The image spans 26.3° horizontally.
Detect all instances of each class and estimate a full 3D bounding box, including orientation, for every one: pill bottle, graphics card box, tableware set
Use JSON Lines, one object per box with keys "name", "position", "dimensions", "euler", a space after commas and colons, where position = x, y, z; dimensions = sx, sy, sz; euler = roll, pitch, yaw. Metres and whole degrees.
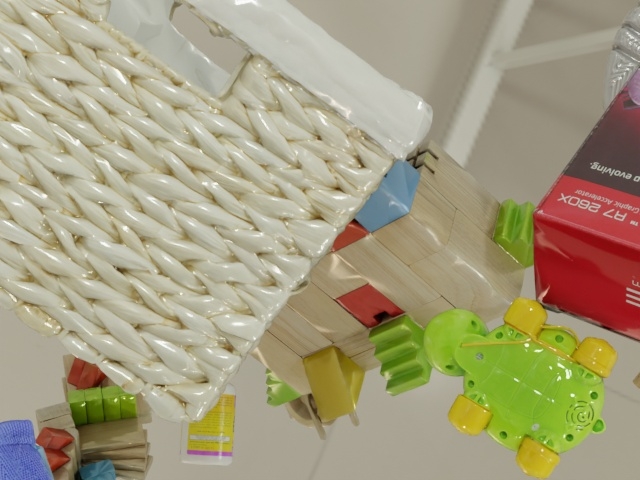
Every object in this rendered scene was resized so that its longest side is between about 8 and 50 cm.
{"name": "pill bottle", "position": [-0.091, 0.141, 1.117], "dimensions": [0.043, 0.043, 0.083], "euler": [6, 81, -22]}
{"name": "graphics card box", "position": [0.322, -0.073, 0.882], "dimensions": [0.371, 0.232, 0.094], "euler": [-49, 146, -30]}
{"name": "tableware set", "position": [-0.039, 0.144, 1.637], "dimensions": [0.039, 0.128, 0.194], "euler": [-32, 108, -38]}

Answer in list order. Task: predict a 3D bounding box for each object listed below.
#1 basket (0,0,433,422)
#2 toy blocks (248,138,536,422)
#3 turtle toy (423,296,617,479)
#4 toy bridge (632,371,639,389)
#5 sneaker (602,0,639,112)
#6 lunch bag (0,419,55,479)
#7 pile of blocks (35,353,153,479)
{"name": "basket", "position": [-0.126, -0.088, 0.991], "dimensions": [0.328, 0.331, 0.266], "euler": [35, 99, -4]}
{"name": "toy blocks", "position": [0.000, 0.000, 1.279], "dimensions": [0.261, 0.381, 0.191], "euler": [41, 46, -24]}
{"name": "turtle toy", "position": [0.122, 0.085, 0.862], "dimensions": [0.130, 0.066, 0.095], "euler": [31, 90, 16]}
{"name": "toy bridge", "position": [0.327, 0.058, 1.131], "dimensions": [0.063, 0.026, 0.188], "euler": [-11, 139, -48]}
{"name": "sneaker", "position": [0.390, -0.234, 1.457], "dimensions": [0.124, 0.180, 0.321], "euler": [30, 83, 6]}
{"name": "lunch bag", "position": [-0.153, 0.223, 0.645], "dimensions": [0.138, 0.293, 0.221], "euler": [-17, 77, -36]}
{"name": "pile of blocks", "position": [-0.288, 0.254, 1.645], "dimensions": [0.148, 0.362, 0.113], "euler": [9, 132, 7]}
